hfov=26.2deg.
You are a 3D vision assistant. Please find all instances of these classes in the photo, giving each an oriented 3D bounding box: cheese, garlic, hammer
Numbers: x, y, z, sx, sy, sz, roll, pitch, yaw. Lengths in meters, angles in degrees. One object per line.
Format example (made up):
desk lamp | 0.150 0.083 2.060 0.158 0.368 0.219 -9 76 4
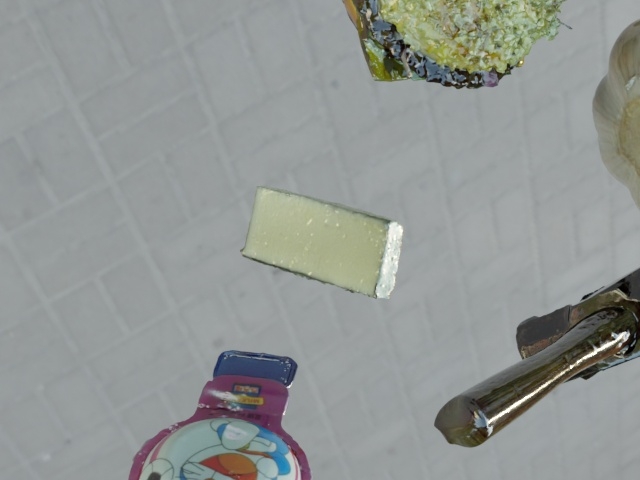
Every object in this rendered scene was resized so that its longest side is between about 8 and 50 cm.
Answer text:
cheese | -0.077 0.176 1.158 0.155 0.244 0.062 7 129 9
garlic | 0.366 -0.118 1.325 0.152 0.228 0.228 -17 139 -26
hammer | 0.240 0.124 1.366 0.242 0.095 0.409 -32 175 40

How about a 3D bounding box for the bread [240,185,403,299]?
bread | 0.000 0.000 1.166 0.028 0.153 0.068 2 101 -54

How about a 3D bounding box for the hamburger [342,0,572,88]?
hamburger | 0.119 -0.261 1.276 0.261 0.243 0.138 -14 177 -29
